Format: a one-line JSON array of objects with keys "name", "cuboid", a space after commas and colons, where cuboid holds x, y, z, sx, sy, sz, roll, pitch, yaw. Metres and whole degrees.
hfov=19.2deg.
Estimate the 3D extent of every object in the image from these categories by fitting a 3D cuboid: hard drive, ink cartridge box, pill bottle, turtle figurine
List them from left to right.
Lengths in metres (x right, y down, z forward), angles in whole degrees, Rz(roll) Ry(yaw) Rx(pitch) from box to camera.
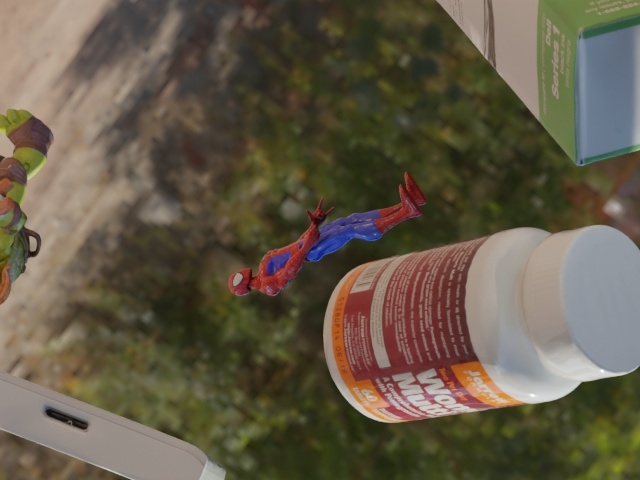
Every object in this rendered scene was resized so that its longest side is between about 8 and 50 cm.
[{"name": "turtle figurine", "cuboid": [-0.295, -0.013, 1.720, 0.269, 0.087, 0.217, 125, -22, -48]}, {"name": "hard drive", "cuboid": [-0.203, 0.170, 1.653, 0.353, 0.233, 0.047, 94, 16, -81]}, {"name": "pill bottle", "cuboid": [0.116, 0.057, 1.311, 0.221, 0.121, 0.121, -14, -152, 46]}, {"name": "ink cartridge box", "cuboid": [0.174, -0.150, 1.098, 0.160, 0.219, 0.092, -16, 127, -12]}]

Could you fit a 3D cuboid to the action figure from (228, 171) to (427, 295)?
[{"name": "action figure", "cuboid": [0.000, 0.000, 1.001, 0.115, 0.030, 0.038, -31, -165, 17]}]
